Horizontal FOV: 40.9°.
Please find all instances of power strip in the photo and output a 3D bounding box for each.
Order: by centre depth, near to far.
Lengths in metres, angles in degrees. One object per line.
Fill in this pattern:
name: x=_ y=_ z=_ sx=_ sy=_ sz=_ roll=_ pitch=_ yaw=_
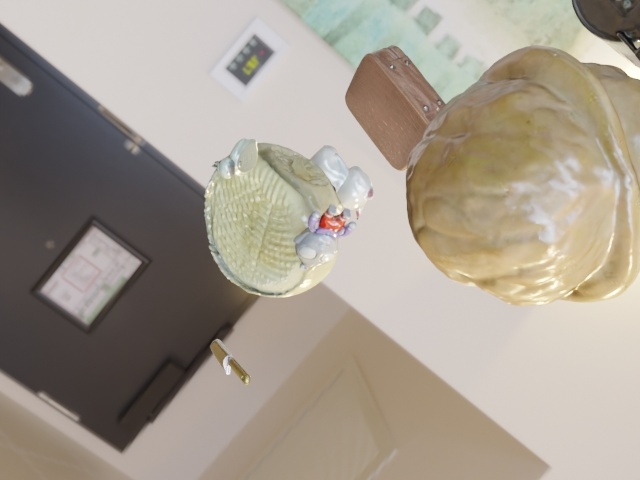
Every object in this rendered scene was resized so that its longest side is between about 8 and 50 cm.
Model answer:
power strip: x=-0.119 y=-0.114 z=1.204 sx=0.035 sy=0.055 sz=0.083 roll=16 pitch=-145 yaw=25

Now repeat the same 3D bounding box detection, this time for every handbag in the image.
handbag: x=0.131 y=-0.219 z=1.463 sx=0.072 sy=0.193 sz=0.151 roll=-27 pitch=161 yaw=-36

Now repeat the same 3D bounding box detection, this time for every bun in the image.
bun: x=-0.090 y=-0.052 z=1.988 sx=0.202 sy=0.364 sz=0.364 roll=-15 pitch=164 yaw=-49

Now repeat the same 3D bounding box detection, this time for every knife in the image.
knife: x=-0.198 y=0.259 z=1.819 sx=0.256 sy=0.022 sz=0.046 roll=-151 pitch=-115 yaw=-63

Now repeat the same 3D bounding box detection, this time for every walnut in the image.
walnut: x=0.238 y=-0.064 z=0.917 sx=0.296 sy=0.285 sz=0.285 roll=-20 pitch=-172 yaw=-19

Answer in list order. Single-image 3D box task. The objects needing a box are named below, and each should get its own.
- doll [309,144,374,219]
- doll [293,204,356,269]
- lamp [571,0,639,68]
doll: x=0.045 y=-0.147 z=2.063 sx=0.107 sy=0.180 sz=0.110 roll=-60 pitch=-176 yaw=-34
doll: x=0.000 y=0.000 z=1.763 sx=0.227 sy=0.102 sz=0.075 roll=125 pitch=-24 yaw=-49
lamp: x=0.532 y=-0.371 z=1.331 sx=0.205 sy=0.272 sz=0.374 roll=-47 pitch=-139 yaw=25
